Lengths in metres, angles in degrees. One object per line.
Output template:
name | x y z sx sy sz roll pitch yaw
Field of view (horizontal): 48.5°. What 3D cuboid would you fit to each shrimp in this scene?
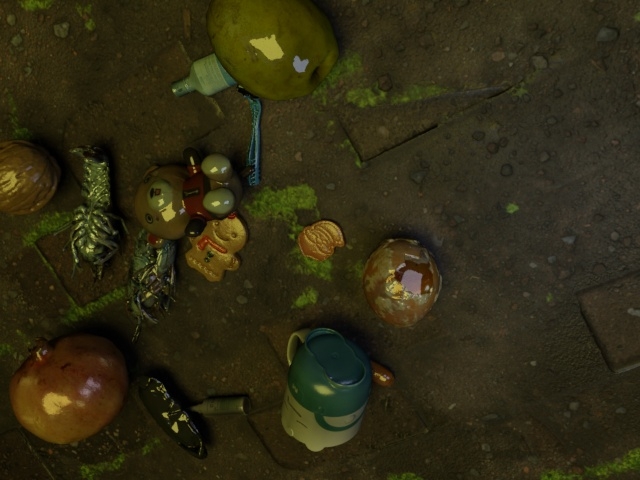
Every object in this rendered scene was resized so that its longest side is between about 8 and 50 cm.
shrimp | -0.470 0.133 1.941 0.137 0.172 0.371 8 105 8
shrimp | -0.615 -0.056 1.926 0.222 0.166 0.410 12 101 14

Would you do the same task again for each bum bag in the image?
bum bag | -0.441 0.524 2.125 0.142 0.080 0.326 -24 103 50

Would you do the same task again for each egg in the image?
egg | 0.196 0.103 1.725 0.195 0.195 0.233 2 107 16

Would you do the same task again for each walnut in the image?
walnut | -0.814 -0.167 1.909 0.213 0.213 0.213 6 112 14

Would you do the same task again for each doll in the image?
doll | -0.327 -0.113 1.801 0.330 0.174 0.234 -11 81 28

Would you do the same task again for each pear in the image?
pear | -0.113 -0.452 1.574 0.307 0.253 0.253 44 116 8

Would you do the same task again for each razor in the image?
razor | -0.167 -0.258 1.771 0.082 0.042 0.253 17 117 32

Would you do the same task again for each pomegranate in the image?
pomegranate | -0.726 0.408 2.033 0.338 0.338 0.338 6 112 14

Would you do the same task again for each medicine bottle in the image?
medicine bottle | -0.269 -0.405 1.738 0.209 0.053 0.090 -17 106 23
medicine bottle | -0.306 0.491 2.093 0.199 0.057 0.057 -7 108 20

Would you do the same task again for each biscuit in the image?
biscuit | 0.000 0.000 1.835 0.130 0.019 0.102 -31 98 25
biscuit | -0.274 0.007 1.909 0.166 0.036 0.225 38 116 1

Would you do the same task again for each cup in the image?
cup | 0.002 0.362 1.859 0.289 0.219 0.257 51 143 38

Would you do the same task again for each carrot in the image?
carrot | 0.103 0.330 1.922 0.216 0.048 0.048 29 116 9
